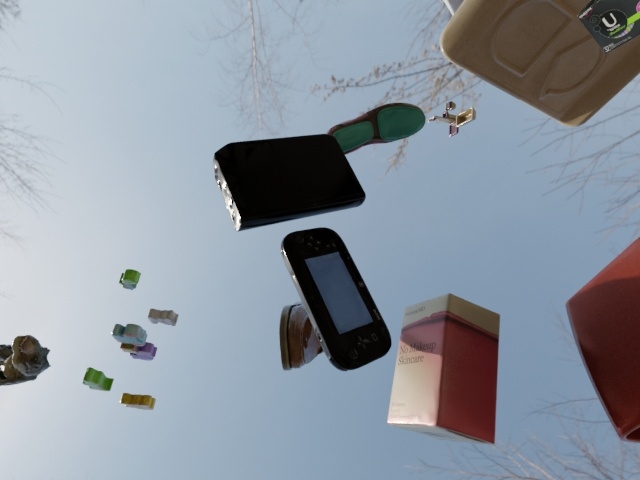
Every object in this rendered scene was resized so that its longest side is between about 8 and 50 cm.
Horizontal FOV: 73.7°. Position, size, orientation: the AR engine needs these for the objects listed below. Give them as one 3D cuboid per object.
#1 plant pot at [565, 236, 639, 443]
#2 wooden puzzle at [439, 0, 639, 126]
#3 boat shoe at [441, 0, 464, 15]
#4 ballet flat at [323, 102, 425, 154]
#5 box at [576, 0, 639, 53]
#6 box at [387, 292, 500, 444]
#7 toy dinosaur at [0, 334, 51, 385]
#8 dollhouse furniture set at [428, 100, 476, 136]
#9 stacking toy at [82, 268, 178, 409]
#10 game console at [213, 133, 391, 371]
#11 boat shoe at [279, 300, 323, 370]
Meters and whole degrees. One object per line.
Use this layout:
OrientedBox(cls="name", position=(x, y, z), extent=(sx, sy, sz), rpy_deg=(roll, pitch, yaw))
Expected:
OrientedBox(cls="plant pot", position=(0.574, 0.146, 0.676), extent=(0.267, 0.267, 0.236), rpy_deg=(17, -147, -23))
OrientedBox(cls="wooden puzzle", position=(0.407, -0.374, 0.669), extent=(0.348, 0.322, 0.080), rpy_deg=(17, -138, -25))
OrientedBox(cls="boat shoe", position=(0.319, -0.616, 1.021), extent=(0.301, 0.108, 0.102), rpy_deg=(29, -139, -19))
OrientedBox(cls="ballet flat", position=(0.096, -0.222, 0.840), extent=(0.221, 0.077, 0.079), rpy_deg=(-22, -153, -16))
OrientedBox(cls="box", position=(0.356, -0.270, 0.486), extent=(0.062, 0.083, 0.052), rpy_deg=(45, -111, -8))
OrientedBox(cls="box", position=(0.228, 0.237, 0.789), extent=(0.127, 0.148, 0.232), rpy_deg=(23, -118, -17))
OrientedBox(cls="toy dinosaur", position=(-0.439, 0.172, 0.585), extent=(0.118, 0.268, 0.064), rpy_deg=(14, -114, -28))
OrientedBox(cls="dollhouse furniture set", position=(0.333, -0.331, 1.090), extent=(0.081, 0.114, 0.091), rpy_deg=(6, -96, -18))
OrientedBox(cls="stacking toy", position=(-0.288, 0.164, 0.675), extent=(0.052, 0.221, 0.167), rpy_deg=(6, -121, -1))
OrientedBox(cls="game console", position=(0.000, 0.000, 0.611), extent=(0.213, 0.044, 0.361), rpy_deg=(-15, -111, -30))
OrientedBox(cls="boat shoe", position=(-0.013, 0.176, 0.878), extent=(0.104, 0.307, 0.110), rpy_deg=(-3, -83, 6))
